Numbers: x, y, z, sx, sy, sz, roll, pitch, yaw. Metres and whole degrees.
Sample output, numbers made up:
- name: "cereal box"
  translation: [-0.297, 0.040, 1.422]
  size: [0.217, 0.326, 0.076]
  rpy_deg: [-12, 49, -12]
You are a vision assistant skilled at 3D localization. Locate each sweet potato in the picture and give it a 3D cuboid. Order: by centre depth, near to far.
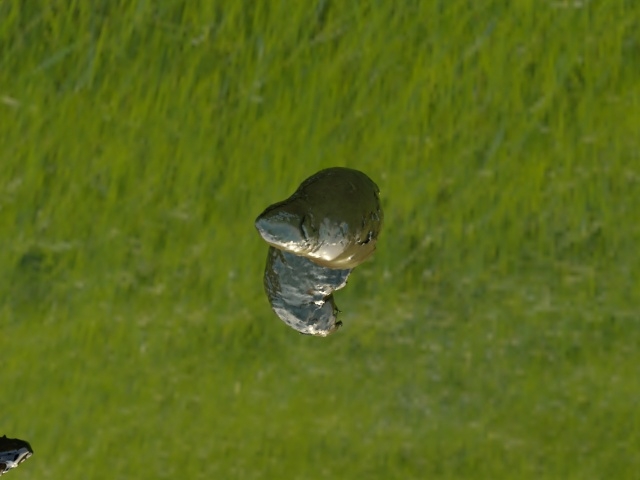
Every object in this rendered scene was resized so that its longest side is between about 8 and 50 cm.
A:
- name: "sweet potato"
  translation: [0.002, -0.002, 1.384]
  size: [0.098, 0.124, 0.310]
  rpy_deg: [29, 165, 9]

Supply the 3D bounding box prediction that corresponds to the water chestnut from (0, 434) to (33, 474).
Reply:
- name: "water chestnut"
  translation: [-0.440, 0.255, 1.667]
  size: [0.300, 0.300, 0.300]
  rpy_deg: [4, 142, 3]
